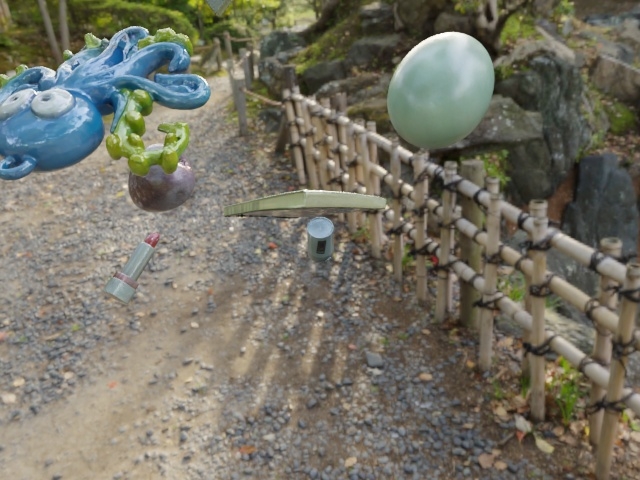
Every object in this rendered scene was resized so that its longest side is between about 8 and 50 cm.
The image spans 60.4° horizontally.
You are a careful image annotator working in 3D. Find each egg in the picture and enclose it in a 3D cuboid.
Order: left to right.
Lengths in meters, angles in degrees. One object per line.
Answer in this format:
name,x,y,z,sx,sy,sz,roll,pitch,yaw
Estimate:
egg,0.206,-0.256,0.938,0.168,0.168,0.230,11,54,32

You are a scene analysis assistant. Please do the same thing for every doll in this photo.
doll,-0.330,-0.203,0.763,0.346,0.098,0.341,8,56,12

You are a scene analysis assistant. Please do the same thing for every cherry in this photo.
cherry,-0.497,-0.197,1.727,0.184,0.266,0.213,16,37,-45

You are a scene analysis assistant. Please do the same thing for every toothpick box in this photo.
toothpick box,0.000,0.000,1.051,0.052,0.083,0.052,-1,55,1

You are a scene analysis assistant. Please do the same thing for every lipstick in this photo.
lipstick,-0.440,0.057,1.313,0.057,0.063,0.186,1,56,47

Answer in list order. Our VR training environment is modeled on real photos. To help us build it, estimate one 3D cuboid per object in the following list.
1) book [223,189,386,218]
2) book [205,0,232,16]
book,-0.051,-0.086,1.421,0.261,0.043,0.371,-1,-2,-39
book,-0.138,-0.551,0.935,0.025,0.282,0.214,6,43,-57
